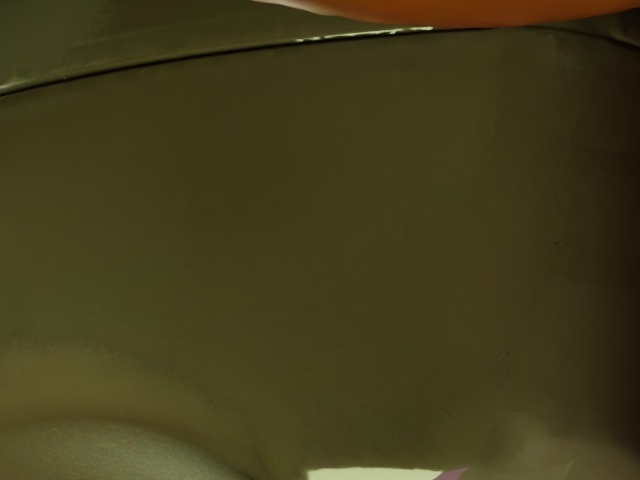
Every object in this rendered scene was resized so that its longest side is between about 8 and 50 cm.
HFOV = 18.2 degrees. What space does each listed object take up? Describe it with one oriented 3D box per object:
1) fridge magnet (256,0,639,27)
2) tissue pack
[{"bbox_3d":[0.011,-0.211,0.449,0.364,0.155,0.363,12,132,14],"label":"fridge magnet"},{"bbox_3d":[0.000,0.000,0.721,0.387,0.277,0.267,-9,155,39],"label":"tissue pack"}]
